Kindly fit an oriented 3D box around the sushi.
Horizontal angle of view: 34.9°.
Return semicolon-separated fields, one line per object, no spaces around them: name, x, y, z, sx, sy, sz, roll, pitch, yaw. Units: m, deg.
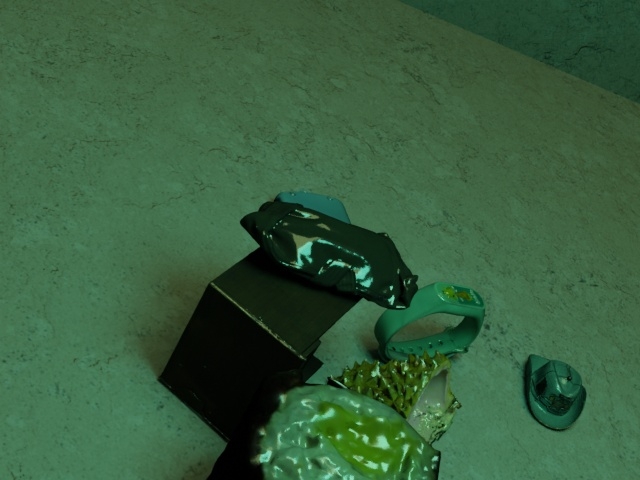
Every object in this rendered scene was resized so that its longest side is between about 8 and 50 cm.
sushi;-0.019;0.369;1.472;0.299;0.294;0.281;39;42;11

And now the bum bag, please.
bum bag;0.016;0.018;1.662;0.326;0.080;0.142;22;45;-21

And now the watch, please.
watch;0.216;0.165;1.942;0.237;0.195;0.068;9;41;-42

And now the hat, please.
hat;0.487;0.293;2.077;0.138;0.078;0.191;29;38;-8

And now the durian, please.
durian;0.109;0.286;1.818;0.195;0.186;0.305;24;41;28

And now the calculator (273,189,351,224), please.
calculator;0.000;0.000;2.083;0.173;0.051;0.293;6;44;-28

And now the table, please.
table;-0.080;0.151;1.704;0.196;0.251;0.282;38;36;11
